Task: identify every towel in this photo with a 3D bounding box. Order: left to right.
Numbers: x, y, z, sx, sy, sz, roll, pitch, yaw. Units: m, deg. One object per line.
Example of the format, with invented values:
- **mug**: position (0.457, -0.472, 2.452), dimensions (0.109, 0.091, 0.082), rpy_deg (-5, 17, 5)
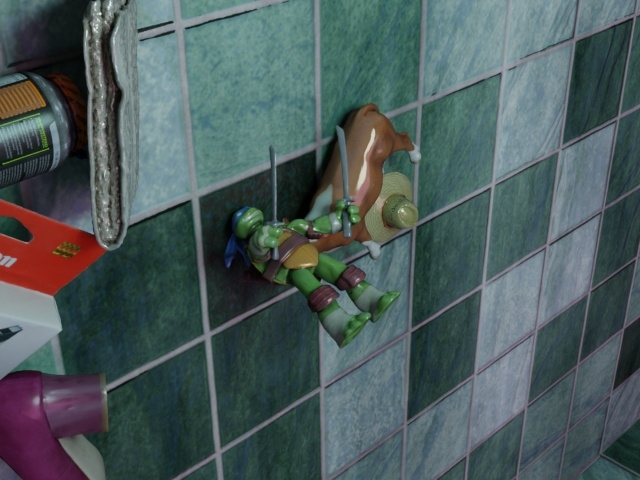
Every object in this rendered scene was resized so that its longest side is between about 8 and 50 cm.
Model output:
- **towel**: position (-0.239, -0.152, 1.063), dimensions (0.049, 0.187, 0.282), rpy_deg (1, 113, -6)

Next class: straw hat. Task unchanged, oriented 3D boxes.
- **straw hat**: position (0.143, -0.050, 1.638), dimensions (0.144, 0.061, 0.144), rpy_deg (-25, 127, -38)

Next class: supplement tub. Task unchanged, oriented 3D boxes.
- **supplement tub**: position (-0.358, -0.116, 0.997), dimensions (0.190, 0.117, 0.117), rpy_deg (-26, 129, -36)

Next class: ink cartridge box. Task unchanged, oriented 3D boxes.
- **ink cartridge box**: position (-0.399, 0.054, 1.006), dimensions (0.239, 0.060, 0.275), rpy_deg (-36, 146, 20)

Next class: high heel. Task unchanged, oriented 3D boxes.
- **high heel**: position (-0.389, 0.327, 1.258), dimensions (0.181, 0.127, 0.377), rpy_deg (-2, 120, -16)

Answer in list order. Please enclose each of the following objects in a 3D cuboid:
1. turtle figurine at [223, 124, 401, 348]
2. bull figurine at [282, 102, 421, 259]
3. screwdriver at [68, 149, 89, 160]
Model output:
- **turtle figurine**: position (0.000, 0.000, 1.313), dimensions (0.275, 0.266, 0.198), rpy_deg (-47, 168, 7)
- **bull figurine**: position (0.048, -0.068, 1.493), dimensions (0.188, 0.101, 0.310), rpy_deg (21, 96, -55)
- **screwdriver**: position (-0.294, -0.103, 1.162), dimensions (0.024, 0.025, 0.170), rpy_deg (-62, 150, -2)
